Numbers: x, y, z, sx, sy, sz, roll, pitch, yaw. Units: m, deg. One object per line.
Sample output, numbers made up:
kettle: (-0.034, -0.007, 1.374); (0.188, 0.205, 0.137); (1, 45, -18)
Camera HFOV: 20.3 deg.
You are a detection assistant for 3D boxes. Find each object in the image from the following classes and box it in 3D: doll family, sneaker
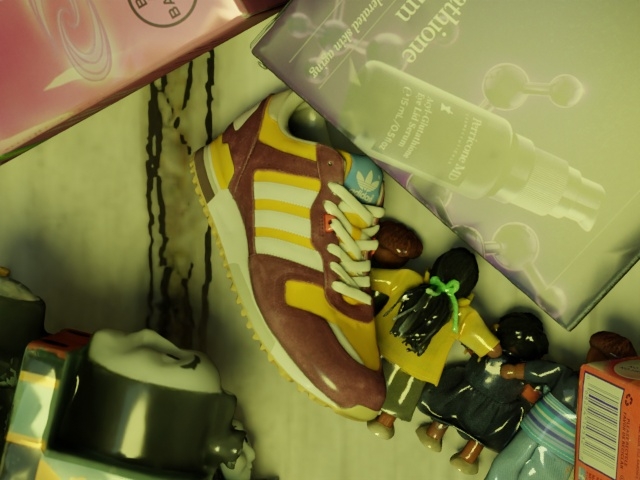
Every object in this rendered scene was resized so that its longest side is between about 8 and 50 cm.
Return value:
doll family: (0.077, 0.061, 0.913); (0.193, 0.076, 0.111); (32, 101, -2)
sneaker: (0.000, 0.000, 0.876); (0.084, 0.069, 0.185); (-38, 56, 16)

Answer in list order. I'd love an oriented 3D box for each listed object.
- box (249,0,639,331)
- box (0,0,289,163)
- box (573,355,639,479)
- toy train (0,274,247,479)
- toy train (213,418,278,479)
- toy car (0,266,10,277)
box: (0.097, -0.085, 0.858); (0.207, 0.108, 0.153); (40, 105, 2)
box: (-0.174, -0.153, 0.893); (0.243, 0.117, 0.213); (-27, 95, 15)
box: (0.213, 0.211, 0.846); (0.142, 0.154, 0.300); (-4, 102, -24)
toy train: (-0.153, 0.189, 0.872); (0.190, 0.142, 0.334); (14, 91, 2)
toy train: (-0.110, 0.146, 0.962); (0.184, 0.080, 0.105); (-8, 94, 13)
toy car: (-0.234, 0.044, 0.983); (0.122, 0.040, 0.060); (-44, 90, 16)
